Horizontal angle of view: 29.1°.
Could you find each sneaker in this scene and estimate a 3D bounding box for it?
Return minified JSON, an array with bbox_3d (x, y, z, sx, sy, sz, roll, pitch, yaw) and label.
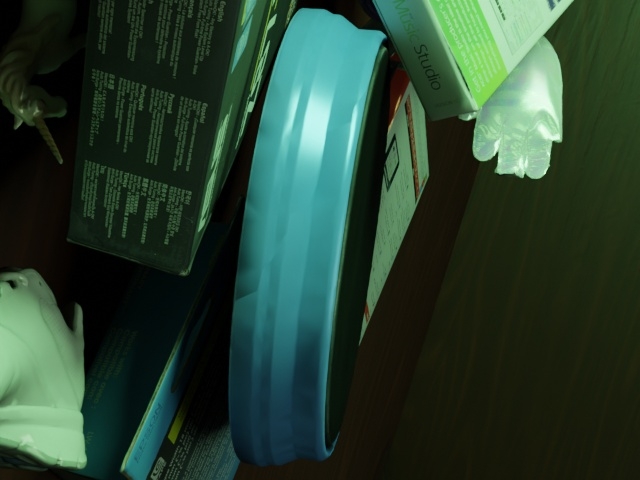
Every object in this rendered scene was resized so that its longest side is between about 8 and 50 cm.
[{"bbox_3d":[-0.222,0.070,0.754,0.297,0.111,0.129,65,29,-75],"label":"sneaker"}]

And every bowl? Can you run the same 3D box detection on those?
[{"bbox_3d":[0.000,0.000,1.060,0.391,0.077,0.391,7,90,-84],"label":"bowl"}]

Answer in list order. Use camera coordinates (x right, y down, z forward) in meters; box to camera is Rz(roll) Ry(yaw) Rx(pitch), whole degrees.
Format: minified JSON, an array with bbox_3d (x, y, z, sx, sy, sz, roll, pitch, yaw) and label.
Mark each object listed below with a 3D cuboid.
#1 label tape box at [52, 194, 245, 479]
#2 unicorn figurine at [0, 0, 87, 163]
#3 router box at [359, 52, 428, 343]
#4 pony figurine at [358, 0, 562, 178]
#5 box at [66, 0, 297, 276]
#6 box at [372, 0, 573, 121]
[{"bbox_3d":[-0.132,0.115,1.084,0.334,0.106,0.241,76,33,-66],"label":"label tape box"},{"bbox_3d":[-0.164,-0.137,0.772,0.111,0.060,0.162,-31,122,-66],"label":"unicorn figurine"},{"bbox_3d":[0.050,-0.044,1.634,0.335,0.082,0.301,75,36,-66],"label":"router box"},{"bbox_3d":[0.111,-0.251,1.313,0.363,0.303,0.351,54,45,-55],"label":"pony figurine"},{"bbox_3d":[-0.056,-0.224,0.774,0.318,0.097,0.395,-71,178,-47],"label":"box"},{"bbox_3d":[0.140,-0.283,1.132,0.322,0.058,0.232,-48,118,-46],"label":"box"}]
